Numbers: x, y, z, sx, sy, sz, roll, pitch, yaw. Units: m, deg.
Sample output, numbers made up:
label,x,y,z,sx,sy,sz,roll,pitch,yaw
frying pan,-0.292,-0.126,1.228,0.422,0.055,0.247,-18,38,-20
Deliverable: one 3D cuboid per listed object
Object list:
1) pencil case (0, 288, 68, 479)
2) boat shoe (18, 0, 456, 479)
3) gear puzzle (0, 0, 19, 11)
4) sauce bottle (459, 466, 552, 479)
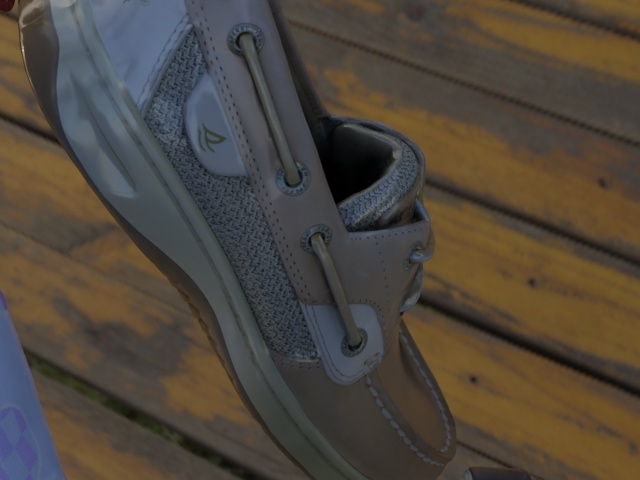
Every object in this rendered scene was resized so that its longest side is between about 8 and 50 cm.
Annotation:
label,x,y,z,sx,sy,sz,roll,pitch,yaw
pencil case,-0.150,0.016,0.464,0.113,0.124,0.273,-21,90,13
boat shoe,0.000,0.000,0.620,0.098,0.302,0.109,-24,39,11
gear puzzle,-0.236,-0.164,0.794,0.339,0.044,0.175,-20,56,-14
sauce bottle,0.222,0.131,0.580,0.344,0.111,0.111,2,63,0
